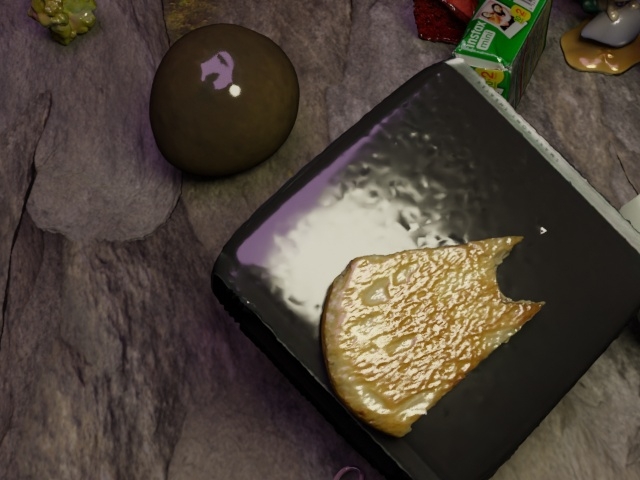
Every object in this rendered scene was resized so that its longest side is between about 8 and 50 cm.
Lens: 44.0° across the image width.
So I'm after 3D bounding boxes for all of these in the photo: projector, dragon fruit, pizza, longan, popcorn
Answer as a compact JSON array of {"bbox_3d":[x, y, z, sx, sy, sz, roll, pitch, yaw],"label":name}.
[{"bbox_3d":[0.128,0.053,0.985,0.405,0.242,0.395,-44,87,-15],"label":"projector"},{"bbox_3d":[0.234,-0.434,1.420,0.121,0.161,0.127,9,70,20],"label":"dragon fruit"},{"bbox_3d":[0.115,0.074,0.837,0.262,0.034,0.181,-32,84,-12],"label":"pizza"},{"bbox_3d":[-0.161,-0.231,1.319,0.258,0.258,0.258,-6,55,8],"label":"longan"},{"bbox_3d":[-0.533,-0.481,1.622,0.126,0.145,0.126,32,75,22],"label":"popcorn"}]

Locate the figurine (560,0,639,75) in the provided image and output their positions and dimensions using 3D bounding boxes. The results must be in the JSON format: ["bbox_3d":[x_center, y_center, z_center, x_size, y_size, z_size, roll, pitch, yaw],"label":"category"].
[{"bbox_3d":[0.469,-0.420,1.291,0.181,0.257,0.208,0,56,12],"label":"figurine"}]

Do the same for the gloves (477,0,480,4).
[{"bbox_3d":[0.386,-0.532,1.475,0.268,0.107,0.135,-42,26,-3],"label":"gloves"}]

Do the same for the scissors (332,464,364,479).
[{"bbox_3d":[0.022,0.369,0.994,0.085,0.022,0.176,25,61,22],"label":"scissors"}]

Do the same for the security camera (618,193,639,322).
[{"bbox_3d":[0.493,0.053,1.011,0.195,0.194,0.236,-12,63,4],"label":"security camera"}]

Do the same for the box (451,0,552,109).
[{"bbox_3d":[0.298,-0.317,1.308,0.103,0.180,0.250,21,62,20],"label":"box"}]
